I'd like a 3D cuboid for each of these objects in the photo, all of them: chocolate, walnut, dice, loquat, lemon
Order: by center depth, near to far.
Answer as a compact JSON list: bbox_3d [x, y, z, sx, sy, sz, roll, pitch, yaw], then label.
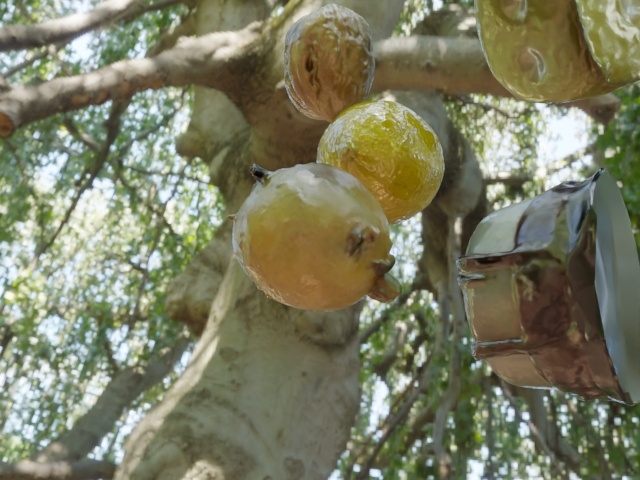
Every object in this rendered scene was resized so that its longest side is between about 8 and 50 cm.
[{"bbox_3d":[0.000,0.000,0.846,0.204,0.172,0.149,33,-75,3],"label":"loquat"},{"bbox_3d":[0.273,0.065,0.967,0.186,0.283,0.283,-9,-41,28],"label":"chocolate"},{"bbox_3d":[0.081,-0.109,1.130,0.178,0.178,0.203,-16,-14,30],"label":"lemon"},{"bbox_3d":[0.400,-0.360,1.253,0.227,0.238,0.233,16,-50,60],"label":"dice"},{"bbox_3d":[0.015,-0.278,1.282,0.156,0.184,0.155,0,-5,0],"label":"walnut"}]
